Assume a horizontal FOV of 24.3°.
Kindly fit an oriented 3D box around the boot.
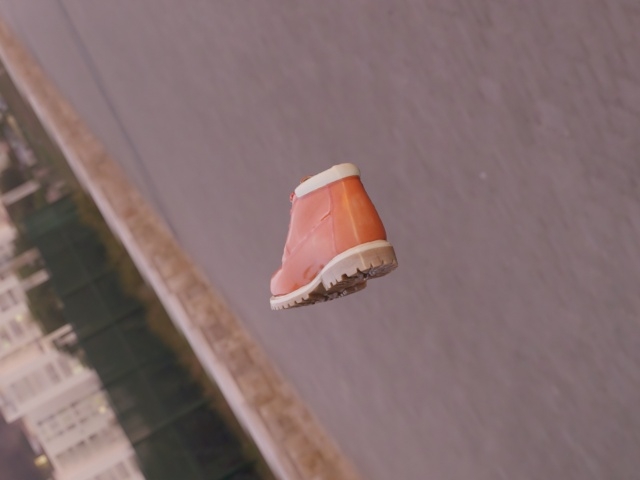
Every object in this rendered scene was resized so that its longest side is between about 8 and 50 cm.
[{"bbox_3d":[0.000,0.000,1.047,0.158,0.059,0.085,-37,70,60],"label":"boot"}]
